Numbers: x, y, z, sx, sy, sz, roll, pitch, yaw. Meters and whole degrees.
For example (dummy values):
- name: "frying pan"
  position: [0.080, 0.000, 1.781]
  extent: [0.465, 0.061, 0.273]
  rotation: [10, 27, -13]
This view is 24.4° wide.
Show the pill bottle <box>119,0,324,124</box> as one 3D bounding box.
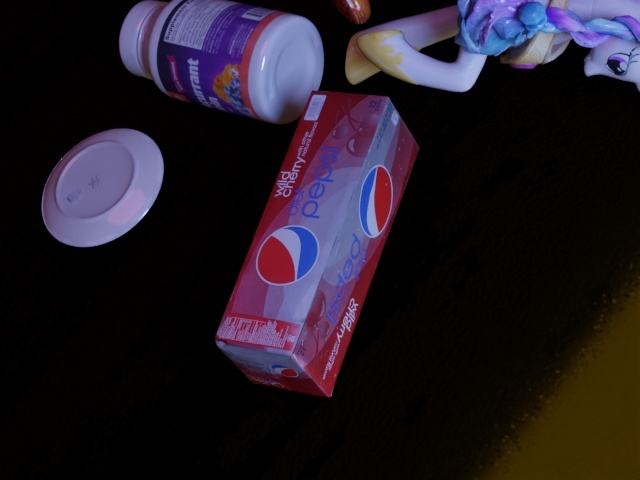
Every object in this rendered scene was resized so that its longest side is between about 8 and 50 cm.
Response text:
- name: "pill bottle"
  position: [-0.103, -0.185, 1.470]
  extent: [0.193, 0.108, 0.108]
  rotation: [17, 69, 33]

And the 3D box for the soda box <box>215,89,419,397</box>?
- name: "soda box"
  position: [0.000, 0.000, 1.317]
  extent: [0.083, 0.092, 0.263]
  rotation: [8, 65, 29]

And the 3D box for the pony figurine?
- name: "pony figurine"
  position: [0.193, -0.279, 1.320]
  extent: [0.363, 0.303, 0.351]
  rotation: [9, 97, 26]

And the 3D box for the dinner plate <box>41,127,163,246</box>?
- name: "dinner plate"
  position: [-0.226, -0.058, 1.509]
  extent: [0.141, 0.017, 0.141]
  rotation: [-13, 56, 20]

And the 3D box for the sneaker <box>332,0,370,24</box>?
- name: "sneaker"
  position: [0.027, -0.292, 1.505]
  extent: [0.067, 0.064, 0.175]
  rotation: [-17, 57, 3]
